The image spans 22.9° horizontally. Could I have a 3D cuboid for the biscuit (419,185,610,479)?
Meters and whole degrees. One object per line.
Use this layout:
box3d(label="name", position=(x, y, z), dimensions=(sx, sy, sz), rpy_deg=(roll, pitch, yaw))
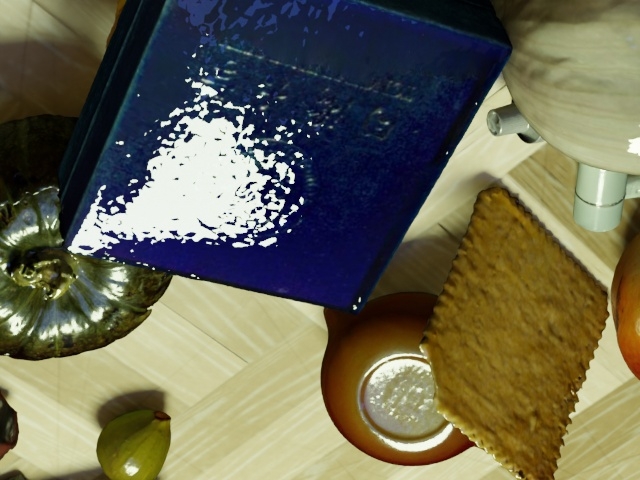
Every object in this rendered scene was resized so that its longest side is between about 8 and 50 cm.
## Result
box3d(label="biscuit", position=(0.188, 0.095, 1.520), dimensions=(0.013, 0.232, 0.237), rpy_deg=(-2, 146, 47))

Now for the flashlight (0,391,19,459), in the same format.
box3d(label="flashlight", position=(-0.409, 0.229, 1.582), dimensions=(0.232, 0.093, 0.093), rpy_deg=(-35, 128, 18))

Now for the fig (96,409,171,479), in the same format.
box3d(label="fig", position=(-0.187, 0.208, 1.617), dimensions=(0.074, 0.074, 0.088), rpy_deg=(33, 103, -32))

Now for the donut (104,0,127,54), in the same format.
box3d(label="donut", position=(-0.042, -0.169, 1.300), dimensions=(0.277, 0.108, 0.277), rpy_deg=(-6, 131, -7))

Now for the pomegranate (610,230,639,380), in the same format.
box3d(label="pomegranate", position=(0.383, 0.069, 1.521), dimensions=(0.209, 0.209, 0.209), rpy_deg=(-5, 131, -6))

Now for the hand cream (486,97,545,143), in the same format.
box3d(label="hand cream", position=(0.272, -0.123, 1.441), dimensions=(0.257, 0.050, 0.084), rpy_deg=(-9, 133, -12))

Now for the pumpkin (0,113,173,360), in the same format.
box3d(label="pumpkin", position=(-0.240, 0.003, 1.374), dimensions=(0.238, 0.159, 0.238), rpy_deg=(-3, 126, -5))

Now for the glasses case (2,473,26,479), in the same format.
box3d(label="glasses case", position=(-0.387, 0.309, 1.687), dimensions=(0.191, 0.042, 0.072), rpy_deg=(-20, 138, 7))

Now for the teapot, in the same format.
box3d(label="teapot", position=(0.109, 0.138, 1.565), dimensions=(0.252, 0.135, 0.178), rpy_deg=(32, 115, -6))

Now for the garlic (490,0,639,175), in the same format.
box3d(label="garlic", position=(0.262, -0.195, 1.219), dimensions=(0.241, 0.322, 0.322), rpy_deg=(26, 124, 0))

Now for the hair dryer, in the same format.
box3d(label="hair dryer", position=(0.309, -0.060, 1.506), dimensions=(0.137, 0.047, 0.082), rpy_deg=(-9, 130, -11))

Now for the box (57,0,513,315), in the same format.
box3d(label="box", position=(-0.035, -0.097, 1.218), dimensions=(0.261, 0.116, 0.279), rpy_deg=(14, 124, -22))
